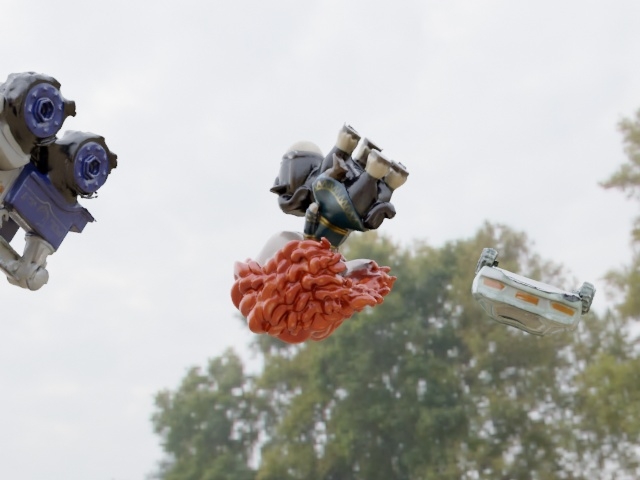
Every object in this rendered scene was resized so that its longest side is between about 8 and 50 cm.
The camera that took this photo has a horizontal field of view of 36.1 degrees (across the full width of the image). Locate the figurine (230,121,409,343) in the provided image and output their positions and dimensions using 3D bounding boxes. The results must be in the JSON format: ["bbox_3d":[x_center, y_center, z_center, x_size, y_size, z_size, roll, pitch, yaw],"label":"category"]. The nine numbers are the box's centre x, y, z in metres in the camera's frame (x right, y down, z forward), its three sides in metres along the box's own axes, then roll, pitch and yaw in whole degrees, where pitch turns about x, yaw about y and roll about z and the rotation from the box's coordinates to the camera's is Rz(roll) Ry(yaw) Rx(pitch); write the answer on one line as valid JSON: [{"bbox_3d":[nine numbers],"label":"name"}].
[{"bbox_3d":[-0.002,-0.011,1.795,0.306,0.412,0.241,10,-4,26],"label":"figurine"}]

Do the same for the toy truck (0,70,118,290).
[{"bbox_3d":[-0.334,-0.067,1.006,0.161,0.177,0.213,7,-30,28],"label":"toy truck"}]

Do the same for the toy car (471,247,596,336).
[{"bbox_3d":[0.178,0.050,0.848,0.095,0.056,0.205,19,-3,11],"label":"toy car"}]
